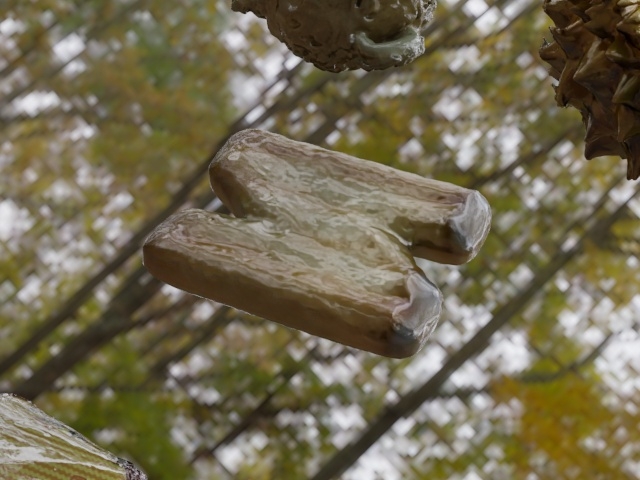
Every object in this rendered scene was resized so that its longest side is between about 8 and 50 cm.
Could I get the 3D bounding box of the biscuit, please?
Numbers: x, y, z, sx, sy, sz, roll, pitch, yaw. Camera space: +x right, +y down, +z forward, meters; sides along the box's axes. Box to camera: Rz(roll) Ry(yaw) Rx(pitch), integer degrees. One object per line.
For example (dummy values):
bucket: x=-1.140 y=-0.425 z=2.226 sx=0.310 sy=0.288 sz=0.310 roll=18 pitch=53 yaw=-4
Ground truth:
biscuit: x=0.000 y=0.000 z=1.832 sx=0.290 sy=0.237 sz=0.062 roll=17 pitch=-47 yaw=15

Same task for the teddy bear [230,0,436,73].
teddy bear: x=0.045 y=-0.258 z=1.630 sx=0.267 sy=0.256 sz=0.156 roll=22 pitch=-25 yaw=34

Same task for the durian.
durian: x=0.254 y=-0.068 z=1.220 sx=0.341 sy=0.112 sz=0.191 roll=39 pitch=-29 yaw=5

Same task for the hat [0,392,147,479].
hat: x=-0.156 y=0.180 z=1.322 sx=0.193 sy=0.082 sz=0.193 roll=61 pitch=12 yaw=-22
